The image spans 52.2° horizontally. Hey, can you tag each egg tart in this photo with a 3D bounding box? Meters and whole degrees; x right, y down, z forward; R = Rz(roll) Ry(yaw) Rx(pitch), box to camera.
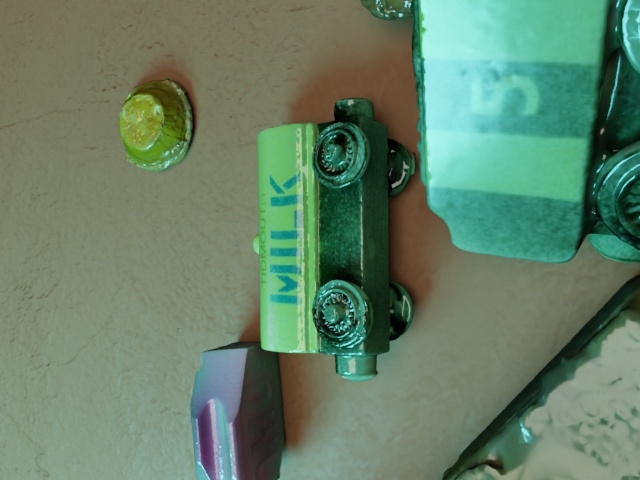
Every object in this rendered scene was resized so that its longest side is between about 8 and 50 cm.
[{"bbox_3d":[-0.186,-0.127,0.712,0.105,0.039,0.105,0,90,21],"label":"egg tart"}]

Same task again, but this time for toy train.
[{"bbox_3d":[0.000,0.000,0.607,0.157,0.105,0.253,-4,87,36],"label":"toy train"},{"bbox_3d":[0.188,-0.120,0.451,0.238,0.167,0.298,9,128,22],"label":"toy train"}]

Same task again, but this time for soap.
[{"bbox_3d":[-0.078,0.176,0.631,0.056,0.100,0.148,-6,86,22],"label":"soap"}]

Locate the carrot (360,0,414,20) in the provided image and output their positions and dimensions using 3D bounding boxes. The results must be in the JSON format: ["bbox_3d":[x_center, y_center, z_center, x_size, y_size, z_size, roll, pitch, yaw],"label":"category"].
[{"bbox_3d":[0.151,-0.207,0.553,0.263,0.102,0.101,29,101,13],"label":"carrot"}]

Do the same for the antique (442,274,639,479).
[{"bbox_3d":[0.198,0.163,0.504,0.284,0.125,0.150,-43,73,16],"label":"antique"}]
